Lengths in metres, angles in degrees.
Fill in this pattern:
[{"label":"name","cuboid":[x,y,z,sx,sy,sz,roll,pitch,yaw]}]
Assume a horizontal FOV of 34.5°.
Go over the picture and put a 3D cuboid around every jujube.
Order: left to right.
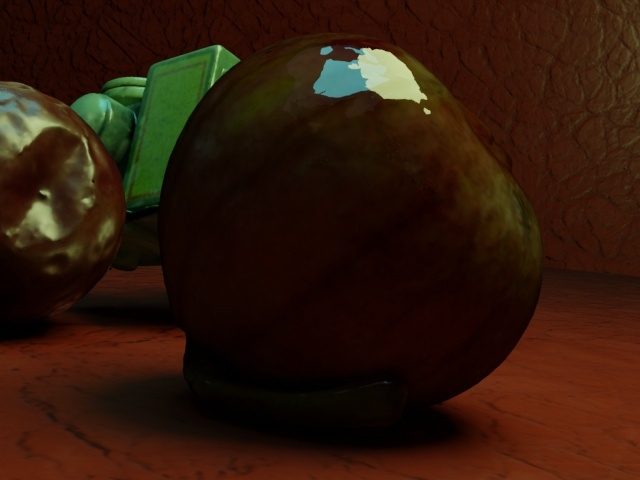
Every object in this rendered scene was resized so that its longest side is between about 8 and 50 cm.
[{"label":"jujube","cuboid":[-0.236,-0.017,0.688,0.236,0.168,0.168,-10,-9,43]}]

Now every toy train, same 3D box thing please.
[{"label":"toy train","cuboid":[-0.076,-0.038,0.830,0.188,0.159,0.272,-8,-26,37]}]

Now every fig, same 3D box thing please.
[{"label":"fig","cuboid":[0.005,0.003,0.502,0.205,0.205,0.205,5,2,0]}]
